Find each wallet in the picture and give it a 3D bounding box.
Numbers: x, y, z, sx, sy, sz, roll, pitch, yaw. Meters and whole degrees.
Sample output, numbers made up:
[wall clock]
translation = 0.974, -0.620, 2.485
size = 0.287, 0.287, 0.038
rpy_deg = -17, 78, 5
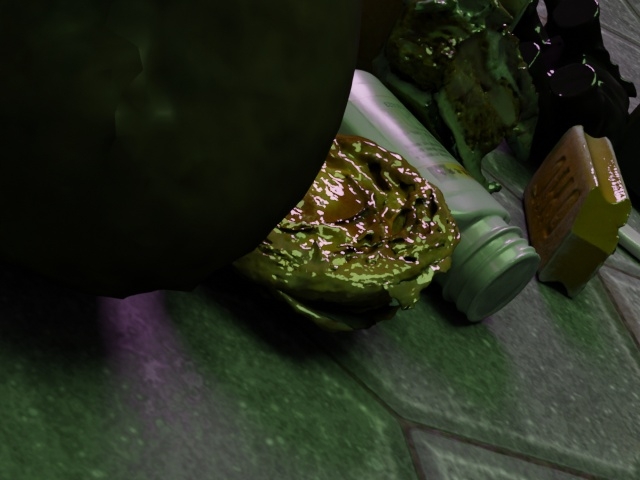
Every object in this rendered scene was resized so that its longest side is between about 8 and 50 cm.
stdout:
[wallet]
translation = 0.461, -0.004, 1.952
size = 0.122, 0.025, 0.061
rpy_deg = 40, 29, 9

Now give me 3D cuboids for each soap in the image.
[soap]
translation = 0.342, -0.044, 1.755
size = 0.073, 0.140, 0.232
rpy_deg = 26, 29, -12

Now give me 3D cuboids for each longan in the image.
[longan]
translation = -0.169, -0.176, 1.104
size = 0.404, 0.436, 0.404
rpy_deg = 10, 2, 0

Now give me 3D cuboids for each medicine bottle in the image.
[medicine bottle]
translation = 0.110, -0.056, 1.532
size = 0.324, 0.124, 0.179
rpy_deg = 47, 22, 24

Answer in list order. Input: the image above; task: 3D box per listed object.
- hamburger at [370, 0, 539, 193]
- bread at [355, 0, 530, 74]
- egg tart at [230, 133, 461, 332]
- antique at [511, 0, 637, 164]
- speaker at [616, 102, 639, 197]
[hamburger]
translation = 0.167, -0.207, 1.689
size = 0.192, 0.167, 0.288
rpy_deg = 45, -10, 42
[bread]
translation = 0.184, -0.399, 1.897
size = 0.264, 0.239, 0.395
rpy_deg = 22, 46, 5
[egg tart]
translation = 0.000, 0.000, 1.331
size = 0.297, 0.132, 0.297
rpy_deg = 13, 33, -9
[antique]
translation = 0.376, -0.241, 2.015
size = 0.255, 0.185, 0.322
rpy_deg = 52, 33, -45
[speaker]
translation = 0.600, -0.148, 2.168
size = 0.153, 0.192, 0.231
rpy_deg = 47, 25, 24
